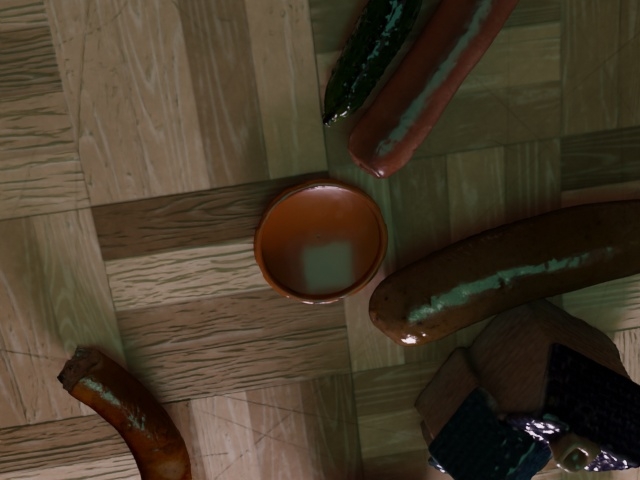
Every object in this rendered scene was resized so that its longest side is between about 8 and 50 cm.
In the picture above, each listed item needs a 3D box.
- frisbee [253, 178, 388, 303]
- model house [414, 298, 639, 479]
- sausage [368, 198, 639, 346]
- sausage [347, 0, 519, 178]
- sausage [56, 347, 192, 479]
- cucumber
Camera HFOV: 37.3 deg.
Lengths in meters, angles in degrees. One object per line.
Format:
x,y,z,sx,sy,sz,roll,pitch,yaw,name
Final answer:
0.000,0.000,1.346,0.192,0.035,0.192,-3,115,-7,frisbee
0.310,0.276,1.384,0.243,0.284,0.298,30,107,-13,model house
0.308,0.031,1.353,0.500,0.123,0.136,-18,111,0,sausage
0.171,-0.263,1.219,0.094,0.094,0.419,39,107,19,sausage
-0.274,0.282,1.418,0.103,0.076,0.302,-25,114,13,sausage
0.063,-0.246,1.231,0.069,0.069,0.227,24,113,-17,cucumber
